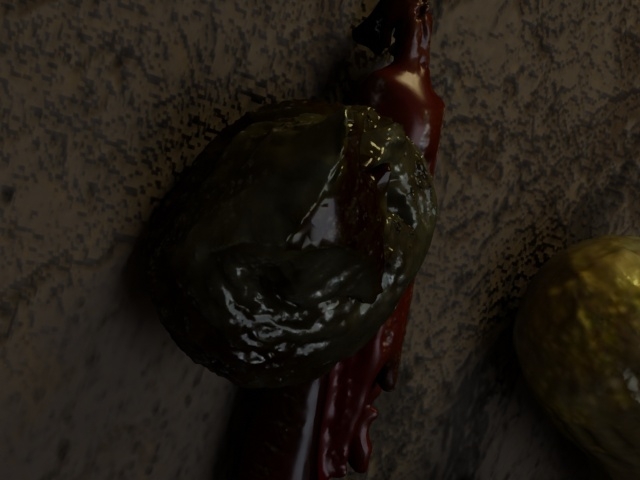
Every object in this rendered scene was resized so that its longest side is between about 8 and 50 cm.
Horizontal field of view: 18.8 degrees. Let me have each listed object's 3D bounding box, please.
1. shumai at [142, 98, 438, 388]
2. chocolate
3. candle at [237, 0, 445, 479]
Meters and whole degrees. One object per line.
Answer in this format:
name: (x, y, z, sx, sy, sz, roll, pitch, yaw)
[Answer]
shumai: (-0.010, 0.005, 0.873, 0.139, 0.105, 0.123, -33, 104, 5)
chocolate: (0.214, 0.101, 1.191, 0.134, 0.134, 0.309, -56, 141, -17)
candle: (0.016, 0.009, 0.960, 0.084, 0.059, 0.301, -8, 113, -59)
